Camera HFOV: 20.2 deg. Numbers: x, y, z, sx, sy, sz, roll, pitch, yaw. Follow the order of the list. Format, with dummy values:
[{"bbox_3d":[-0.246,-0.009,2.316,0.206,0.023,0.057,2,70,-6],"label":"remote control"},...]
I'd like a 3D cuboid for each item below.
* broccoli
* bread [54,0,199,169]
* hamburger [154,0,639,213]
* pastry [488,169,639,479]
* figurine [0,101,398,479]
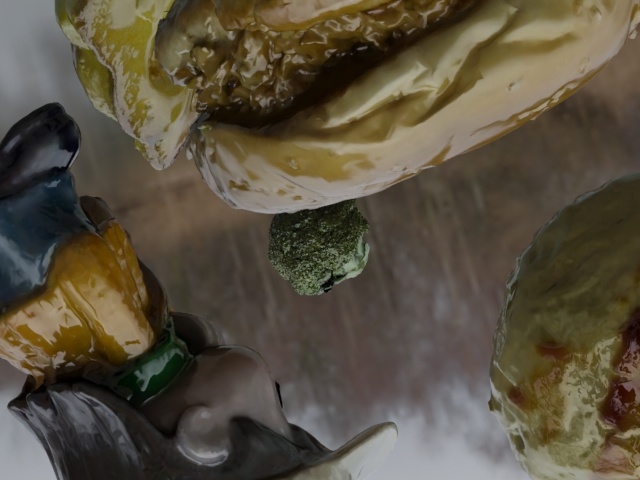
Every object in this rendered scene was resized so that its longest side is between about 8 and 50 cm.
[{"bbox_3d":[0.000,0.000,1.998,0.131,0.130,0.120,4,157,48],"label":"broccoli"},{"bbox_3d":[-0.148,-0.174,1.480,0.088,0.233,0.160,18,-119,30],"label":"bread"},{"bbox_3d":[0.056,-0.131,1.032,0.319,0.158,0.318,-28,-171,5],"label":"hamburger"},{"bbox_3d":[0.357,0.120,1.712,0.389,0.388,0.312,-16,-157,-8],"label":"pastry"},{"bbox_3d":[-0.113,0.099,1.027,0.204,0.332,0.185,-50,-174,-18],"label":"figurine"}]
